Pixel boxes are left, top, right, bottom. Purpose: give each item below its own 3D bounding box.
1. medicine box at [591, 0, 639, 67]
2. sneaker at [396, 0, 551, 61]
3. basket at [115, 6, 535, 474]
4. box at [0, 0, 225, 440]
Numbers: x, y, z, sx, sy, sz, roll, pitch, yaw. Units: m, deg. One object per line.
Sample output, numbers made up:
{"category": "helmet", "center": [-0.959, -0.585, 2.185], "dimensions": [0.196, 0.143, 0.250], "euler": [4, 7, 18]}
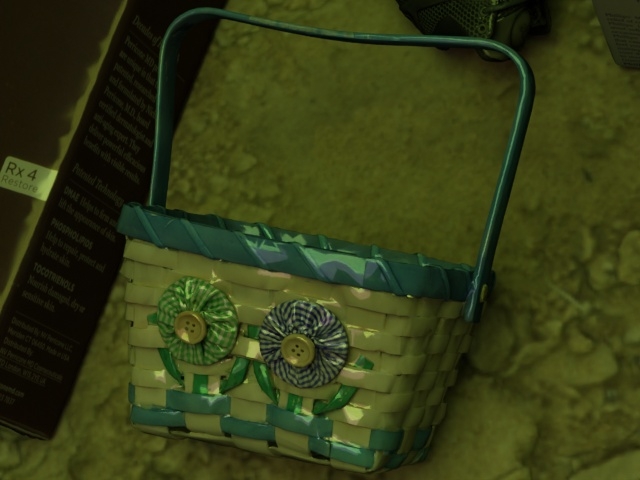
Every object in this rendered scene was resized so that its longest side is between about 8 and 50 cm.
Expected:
{"category": "medicine box", "center": [0.258, -0.272, 1.117], "dimensions": [0.149, 0.289, 0.263], "euler": [7, 76, 20]}
{"category": "sneaker", "center": [0.138, -0.208, 1.216], "dimensions": [0.227, 0.087, 0.130], "euler": [-42, 71, 38]}
{"category": "basket", "center": [0.000, 0.000, 1.169], "dimensions": [0.255, 0.201, 0.288], "euler": [8, 87, 21]}
{"category": "box", "center": [-0.230, -0.068, 1.301], "dimensions": [0.191, 0.143, 0.381], "euler": [16, 78, 22]}
